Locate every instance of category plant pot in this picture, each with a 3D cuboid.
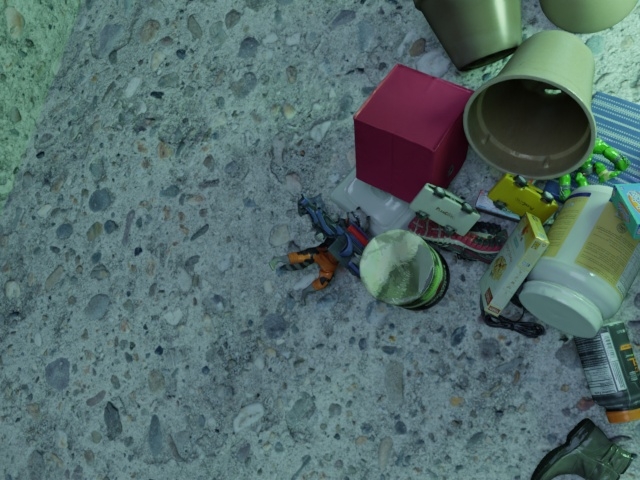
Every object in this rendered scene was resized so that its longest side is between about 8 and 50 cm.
[{"bbox_3d":[0.758,-0.755,1.786,0.283,0.191,0.285,-3,81,20],"label":"plant pot"},{"bbox_3d":[0.590,-0.387,1.703,0.333,0.334,0.306,17,55,22],"label":"plant pot"},{"bbox_3d":[0.451,-0.658,1.843,0.322,0.323,0.281,-18,91,16],"label":"plant pot"}]

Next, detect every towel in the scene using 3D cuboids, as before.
[{"bbox_3d":[0.803,-0.225,1.770,0.243,0.040,0.336,28,90,24],"label":"towel"}]

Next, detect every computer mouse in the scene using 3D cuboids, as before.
[{"bbox_3d":[0.547,0.132,1.790,0.183,0.060,0.262,8,93,20],"label":"computer mouse"}]

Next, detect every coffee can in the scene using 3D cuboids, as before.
[{"bbox_3d":[0.242,0.090,1.787,0.201,0.275,0.202,-3,80,20],"label":"coffee can"}]

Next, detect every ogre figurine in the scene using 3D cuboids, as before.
[{"bbox_3d":[0.720,-0.199,1.729,0.197,0.096,0.118,-32,86,28],"label":"ogre figurine"}]

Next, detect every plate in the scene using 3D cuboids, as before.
[{"bbox_3d":[0.200,-0.160,1.968,0.277,0.045,0.278,43,97,21],"label":"plate"}]

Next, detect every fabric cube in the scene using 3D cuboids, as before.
[{"bbox_3d":[0.264,-0.293,1.807,0.259,0.258,0.254,28,62,21],"label":"fabric cube"}]

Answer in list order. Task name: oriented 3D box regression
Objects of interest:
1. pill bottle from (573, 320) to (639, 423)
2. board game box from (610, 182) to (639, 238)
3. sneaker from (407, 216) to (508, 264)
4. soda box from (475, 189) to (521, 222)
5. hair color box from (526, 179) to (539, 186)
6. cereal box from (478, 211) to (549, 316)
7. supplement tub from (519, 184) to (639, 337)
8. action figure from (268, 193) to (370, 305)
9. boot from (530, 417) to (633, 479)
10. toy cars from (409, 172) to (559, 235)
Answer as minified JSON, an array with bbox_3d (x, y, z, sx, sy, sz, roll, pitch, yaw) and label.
[{"bbox_3d":[0.749,0.340,1.639,0.130,0.130,0.246,-16,76,17],"label":"pill bottle"},{"bbox_3d":[0.800,-0.073,1.459,0.210,0.047,0.160,-2,39,5],"label":"board game box"},{"bbox_3d":[0.389,0.000,1.840,0.299,0.112,0.121,20,54,29],"label":"sneaker"},{"bbox_3d":[0.539,-0.090,1.823,0.183,0.063,0.058,19,88,22],"label":"soda box"},{"bbox_3d":[0.609,-0.192,1.810,0.043,0.072,0.141,43,96,22],"label":"hair color box"},{"bbox_3d":[0.498,0.060,1.659,0.047,0.173,0.240,27,114,-3],"label":"cereal box"},{"bbox_3d":[0.675,0.053,1.618,0.241,0.241,0.331,29,76,22],"label":"supplement tub"},{"bbox_3d":[0.000,0.000,1.933,0.330,0.178,0.341,-36,111,4],"label":"action figure"},{"bbox_3d":[0.677,0.599,1.653,0.161,0.083,0.246,44,99,15],"label":"boot"},{"bbox_3d":[0.439,-0.109,1.735,0.393,0.177,0.087,-7,37,8],"label":"toy cars"}]
